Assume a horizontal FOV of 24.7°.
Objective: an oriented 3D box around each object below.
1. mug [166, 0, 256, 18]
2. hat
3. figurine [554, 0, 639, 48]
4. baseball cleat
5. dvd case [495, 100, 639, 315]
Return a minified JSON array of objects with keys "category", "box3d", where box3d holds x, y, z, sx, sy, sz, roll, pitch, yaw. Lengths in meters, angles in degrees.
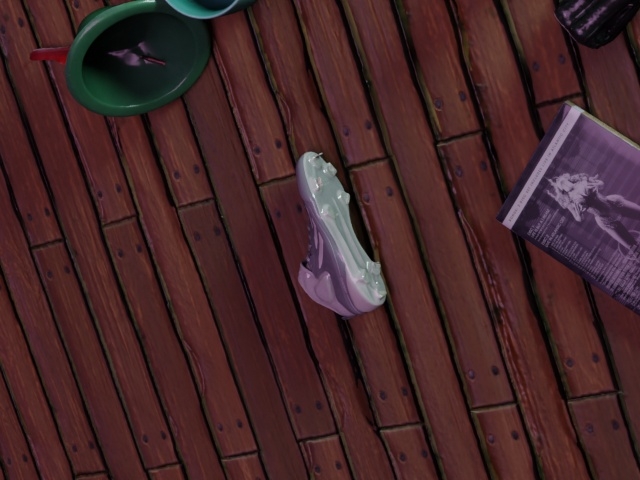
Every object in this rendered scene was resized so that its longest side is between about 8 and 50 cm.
[{"category":"mug","box3d":[-0.107,-0.323,1.694,0.158,0.097,0.129,22,113,18]},{"category":"hat","box3d":[-0.262,-0.269,1.805,0.173,0.208,0.183,79,166,-48]},{"category":"figurine","box3d":[0.287,-0.343,1.485,0.215,0.092,0.209,49,125,6]},{"category":"baseball cleat","box3d":[0.000,0.000,1.757,0.109,0.072,0.206,-24,90,37]},{"category":"dvd case","box3d":[0.324,-0.029,1.616,0.221,0.018,0.164,34,119,13]}]
